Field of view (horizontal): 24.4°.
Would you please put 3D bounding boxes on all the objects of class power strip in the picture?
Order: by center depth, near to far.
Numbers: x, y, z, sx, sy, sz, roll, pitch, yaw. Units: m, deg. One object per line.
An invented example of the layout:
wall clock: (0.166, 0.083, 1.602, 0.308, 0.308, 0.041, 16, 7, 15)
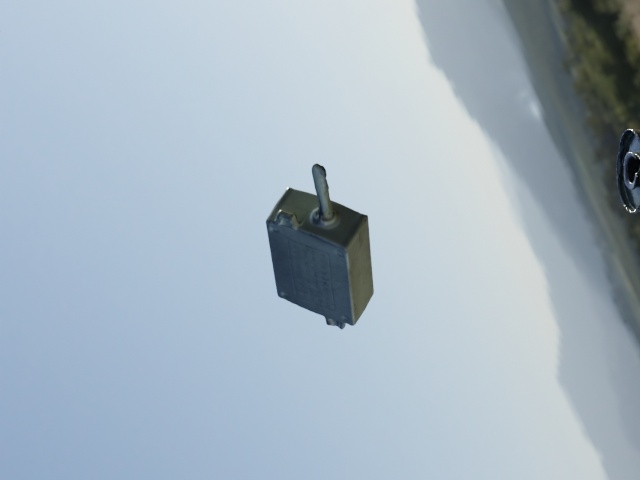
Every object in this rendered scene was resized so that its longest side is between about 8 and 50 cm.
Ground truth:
power strip: (0.000, 0.000, 1.155, 0.042, 0.075, 0.175, -57, -22, -31)

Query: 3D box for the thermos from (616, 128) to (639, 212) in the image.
thermos: (0.356, -0.065, 1.267, 0.083, 0.188, 0.073, 106, 159, -66)
